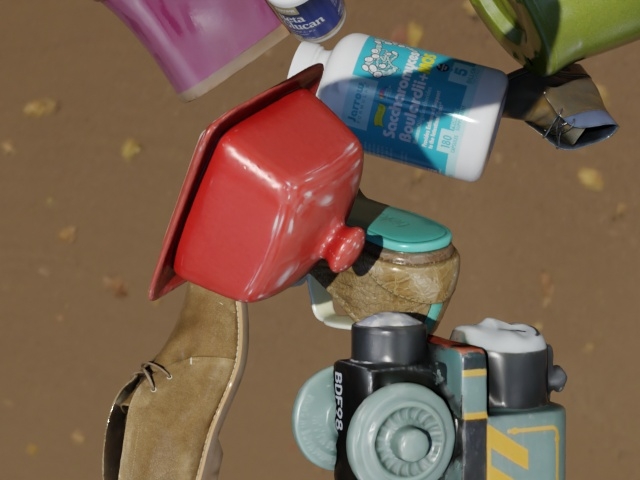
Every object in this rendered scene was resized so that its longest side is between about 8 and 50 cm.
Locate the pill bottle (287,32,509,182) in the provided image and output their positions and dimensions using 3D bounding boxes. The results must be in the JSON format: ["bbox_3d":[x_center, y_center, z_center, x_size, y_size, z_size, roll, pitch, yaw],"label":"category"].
[{"bbox_3d":[0.092,-0.173,1.854,0.264,0.146,0.146,15,134,8],"label":"pill bottle"}]

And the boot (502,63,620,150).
[{"bbox_3d":[0.305,-0.172,1.967,0.106,0.219,0.082,55,138,24],"label":"boot"}]

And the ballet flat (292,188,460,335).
[{"bbox_3d":[0.000,0.000,1.239,0.342,0.116,0.124,35,126,50],"label":"ballet flat"}]

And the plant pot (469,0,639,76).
[{"bbox_3d":[0.360,-0.398,1.876,0.353,0.366,0.366,-34,121,-5],"label":"plant pot"}]

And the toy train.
[{"bbox_3d":[0.087,0.213,1.033,0.190,0.334,0.142,-2,-177,-24],"label":"toy train"}]

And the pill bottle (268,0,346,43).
[{"bbox_3d":[-0.031,-0.362,2.132,0.094,0.094,0.169,-1,158,21],"label":"pill bottle"}]

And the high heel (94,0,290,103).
[{"bbox_3d":[-0.009,-0.263,0.966,0.181,0.377,0.127,55,148,-14],"label":"high heel"}]

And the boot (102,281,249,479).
[{"bbox_3d":[-0.159,0.153,1.638,0.115,0.305,0.112,18,166,-28],"label":"boot"}]

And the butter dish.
[{"bbox_3d":[-0.023,-0.020,1.020,0.118,0.160,0.160,32,125,14],"label":"butter dish"}]
